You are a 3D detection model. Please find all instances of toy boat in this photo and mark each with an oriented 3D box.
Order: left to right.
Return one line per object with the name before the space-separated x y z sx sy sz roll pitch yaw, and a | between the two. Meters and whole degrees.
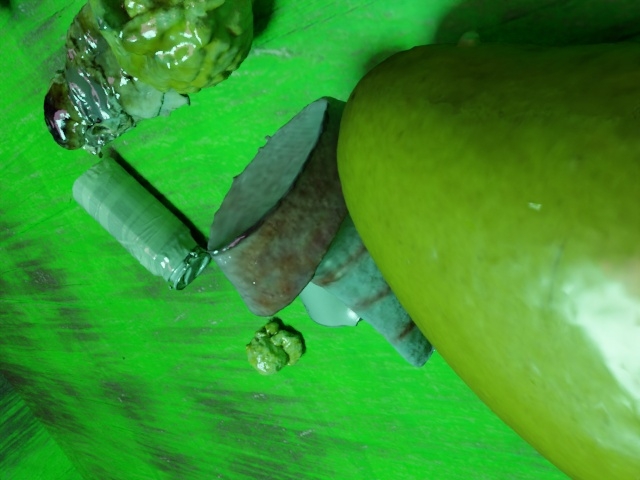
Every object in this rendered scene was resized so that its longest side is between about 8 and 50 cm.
toy boat | 0.044 0.014 0.697 0.282 0.206 0.096 42 168 -35

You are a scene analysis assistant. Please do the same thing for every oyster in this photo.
oyster | -0.257 -0.174 0.914 0.162 0.107 0.232 56 145 4

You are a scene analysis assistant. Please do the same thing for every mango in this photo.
mango | 0.178 0.010 0.479 0.445 0.220 0.301 33 147 28

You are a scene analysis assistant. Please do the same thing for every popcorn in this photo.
popcorn | -0.136 -0.216 0.702 0.173 0.142 0.173 42 172 7
popcorn | -0.060 0.147 1.048 0.083 0.068 0.059 -16 145 16

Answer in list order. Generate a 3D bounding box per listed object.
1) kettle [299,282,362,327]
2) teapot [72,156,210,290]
kettle | -0.002 0.004 0.796 0.126 0.098 0.148 11 136 36
teapot | -0.245 -0.012 1.082 0.200 0.077 0.107 42 150 11
